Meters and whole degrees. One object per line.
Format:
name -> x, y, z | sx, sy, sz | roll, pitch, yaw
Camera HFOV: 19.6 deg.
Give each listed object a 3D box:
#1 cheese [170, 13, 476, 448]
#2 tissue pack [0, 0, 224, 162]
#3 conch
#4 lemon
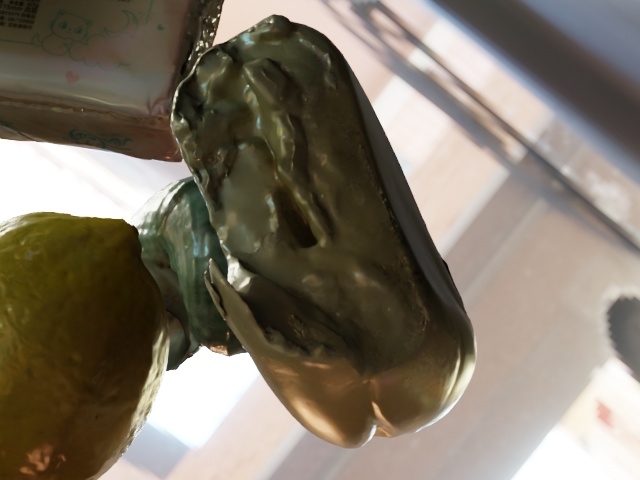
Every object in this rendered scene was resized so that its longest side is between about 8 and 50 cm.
cheese -> 0.000, 0.000, 1.156 | 0.266, 0.127, 0.233 | 68, -173, 28
tissue pack -> -0.227, -0.182, 1.543 | 0.271, 0.201, 0.124 | 8, 161, 9
conch -> -0.122, 0.040, 1.933 | 0.277, 0.220, 0.195 | 5, -167, 1
lemon -> -0.253, 0.106, 1.647 | 0.235, 0.263, 0.236 | 7, 175, 1
